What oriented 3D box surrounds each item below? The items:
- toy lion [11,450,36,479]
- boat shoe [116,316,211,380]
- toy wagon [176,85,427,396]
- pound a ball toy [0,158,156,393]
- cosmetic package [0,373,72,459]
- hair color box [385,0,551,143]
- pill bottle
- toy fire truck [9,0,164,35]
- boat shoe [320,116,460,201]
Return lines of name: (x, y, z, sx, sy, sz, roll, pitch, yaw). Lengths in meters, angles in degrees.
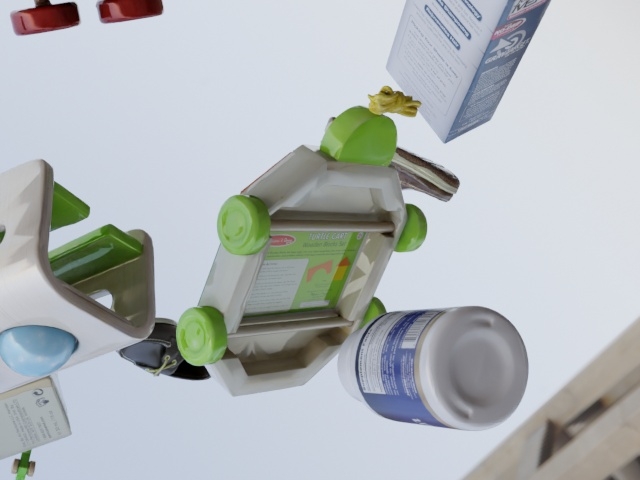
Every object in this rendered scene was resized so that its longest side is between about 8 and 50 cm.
toy lion: (-0.451, 0.336, 1.445, 0.034, 0.100, 0.096, 13, -152, -16)
boat shoe: (-0.226, 0.165, 1.400, 0.228, 0.081, 0.068, 24, -140, -63)
toy wagon: (0.000, 0.000, 0.959, 0.068, 0.344, 0.267, 35, -158, 36)
pound a ball toy: (-0.311, 0.055, 0.699, 0.208, 0.319, 0.135, 42, -147, -50)
cosmetic package: (-0.464, 0.191, 1.102, 0.310, 0.113, 0.160, -18, -138, -15)
hair color box: (0.212, -0.314, 1.386, 0.105, 0.347, 0.173, -28, -110, -20)
pill bottle: (0.082, 0.102, 0.772, 0.094, 0.169, 0.094, 3, -97, -25)
toy fire truck: (-0.327, -0.382, 1.322, 0.302, 0.169, 0.254, -12, -163, -14)
boat shoe: (0.095, -0.097, 1.407, 0.095, 0.095, 0.257, 15, -167, -45)
